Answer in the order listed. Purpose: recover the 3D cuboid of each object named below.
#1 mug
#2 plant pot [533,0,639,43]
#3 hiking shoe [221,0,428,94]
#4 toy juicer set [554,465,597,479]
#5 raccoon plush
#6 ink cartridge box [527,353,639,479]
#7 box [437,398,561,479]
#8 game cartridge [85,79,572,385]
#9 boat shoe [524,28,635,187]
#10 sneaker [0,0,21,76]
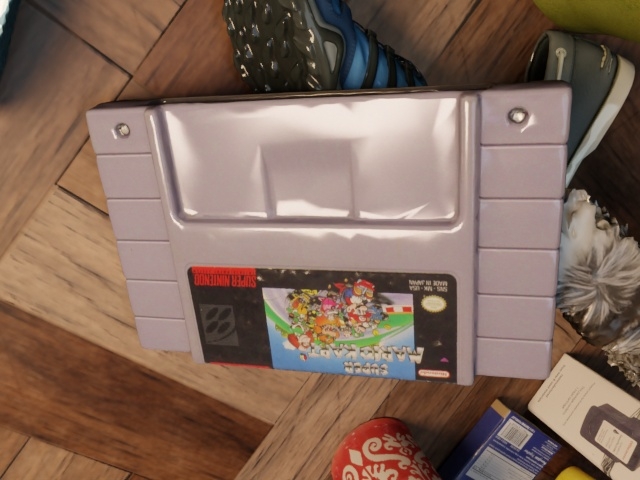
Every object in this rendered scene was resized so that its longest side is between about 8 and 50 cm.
[{"bbox_3d":[0.112,0.300,0.665,0.150,0.169,0.113,14,102,-26],"label":"mug"},{"bbox_3d":[0.353,-0.288,0.437,0.366,0.353,0.367,-8,108,-25],"label":"plant pot"},{"bbox_3d":[0.023,-0.138,0.518,0.132,0.113,0.304,-46,123,-28],"label":"hiking shoe"},{"bbox_3d":[0.308,0.497,0.847,0.209,0.089,0.329,-10,119,-28],"label":"toy juicer set"},{"bbox_3d":[0.347,0.031,0.635,0.446,0.299,0.216,42,97,-17],"label":"raccoon plush"},{"bbox_3d":[0.417,0.269,0.744,0.172,0.237,0.100,31,95,-29],"label":"ink cartridge box"},{"bbox_3d":[0.218,0.337,0.799,0.136,0.036,0.225,37,91,-30],"label":"box"},{"bbox_3d":[0.000,0.000,0.460,0.354,0.068,0.230,1,109,16],"label":"game cartridge"},{"bbox_3d":[0.198,-0.068,0.613,0.099,0.116,0.320,29,95,-10],"label":"boat shoe"},{"bbox_3d":[-0.241,-0.193,0.380,0.092,0.087,0.229,18,99,-26],"label":"sneaker"}]
